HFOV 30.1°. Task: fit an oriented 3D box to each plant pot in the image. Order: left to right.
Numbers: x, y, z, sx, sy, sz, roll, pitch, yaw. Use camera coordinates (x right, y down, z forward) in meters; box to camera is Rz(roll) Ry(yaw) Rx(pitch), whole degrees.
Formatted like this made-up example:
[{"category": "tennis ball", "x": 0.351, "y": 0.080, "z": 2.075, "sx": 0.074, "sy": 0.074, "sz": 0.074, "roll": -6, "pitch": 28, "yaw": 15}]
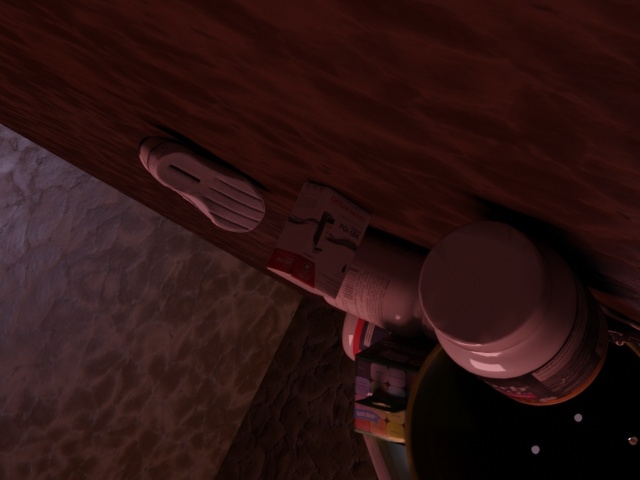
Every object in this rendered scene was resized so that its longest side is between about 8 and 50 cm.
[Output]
[{"category": "plant pot", "x": 0.351, "y": 0.270, "z": 1.734, "sx": 0.366, "sy": 0.366, "sz": 0.353, "roll": 24, "pitch": -174, "yaw": 21}]

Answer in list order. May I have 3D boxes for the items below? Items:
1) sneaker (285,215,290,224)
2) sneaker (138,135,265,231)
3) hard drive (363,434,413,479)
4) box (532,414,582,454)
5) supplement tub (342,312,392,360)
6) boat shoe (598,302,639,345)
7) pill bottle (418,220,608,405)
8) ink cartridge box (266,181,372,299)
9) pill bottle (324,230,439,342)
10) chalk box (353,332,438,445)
[{"category": "sneaker", "x": -0.009, "y": -0.007, "z": 2.081, "sx": 0.070, "sy": 0.051, "sz": 0.134, "roll": 23, "pitch": 171, "yaw": 45}, {"category": "sneaker", "x": -0.188, "y": -0.100, "z": 1.918, "sx": 0.258, "sy": 0.094, "sz": 0.091, "roll": 38, "pitch": -174, "yaw": -45}, {"category": "hard drive", "x": 0.181, "y": 0.373, "z": 1.775, "sx": 0.203, "sy": 0.040, "sz": 0.307, "roll": 20, "pitch": -161, "yaw": -19}, {"category": "box", "x": 0.333, "y": 0.355, "z": 2.306, "sx": 0.345, "sy": 0.168, "sz": 0.215, "roll": -22, "pitch": -157, "yaw": -30}, {"category": "supplement tub", "x": 0.191, "y": 0.161, "z": 1.986, "sx": 0.272, "sy": 0.191, "sz": 0.191, "roll": 24, "pitch": 174, "yaw": 24}, {"category": "boat shoe", "x": 0.371, "y": 0.112, "z": 1.510, "sx": 0.125, "sy": 0.038, "sz": 0.046, "roll": 27, "pitch": 174, "yaw": -13}, {"category": "pill bottle", "x": 0.213, "y": 0.081, "z": 1.302, "sx": 0.162, "sy": 0.162, "sz": 0.278, "roll": 23, "pitch": 174, "yaw": 29}, {"category": "ink cartridge box", "x": 0.000, "y": 0.000, "z": 1.656, "sx": 0.099, "sy": 0.135, "sz": 0.056, "roll": 30, "pitch": 170, "yaw": -41}, {"category": "pill bottle", "x": 0.125, "y": 0.076, "z": 1.813, "sx": 0.229, "sy": 0.131, "sz": 0.131, "roll": 22, "pitch": 173, "yaw": 34}, {"category": "chalk box", "x": 0.134, "y": 0.226, "z": 1.791, "sx": 0.132, "sy": 0.132, "sz": 0.213, "roll": 13, "pitch": -158, "yaw": 33}]
